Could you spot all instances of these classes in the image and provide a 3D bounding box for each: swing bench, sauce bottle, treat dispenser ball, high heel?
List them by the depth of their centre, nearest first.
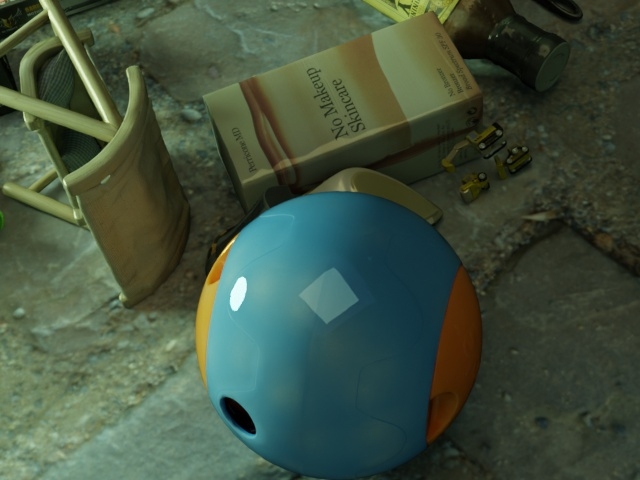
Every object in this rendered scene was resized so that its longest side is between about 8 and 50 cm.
[{"bbox_3d":[0.018,0.094,1.359,0.288,0.288,0.288,-3,58,5],"label":"treat dispenser ball"},{"bbox_3d":[-0.263,-0.101,1.536,0.254,0.253,0.165,38,70,26],"label":"swing bench"},{"bbox_3d":[0.000,0.000,1.561,0.261,0.186,0.093,0,59,-34],"label":"high heel"},{"bbox_3d":[0.156,-0.300,1.694,0.344,0.111,0.111,35,68,25],"label":"sauce bottle"}]

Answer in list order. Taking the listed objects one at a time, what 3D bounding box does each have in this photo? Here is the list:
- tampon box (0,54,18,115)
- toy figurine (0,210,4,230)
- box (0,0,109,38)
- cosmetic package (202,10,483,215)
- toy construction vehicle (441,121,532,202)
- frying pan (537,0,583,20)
[{"bbox_3d":[-0.456,-0.238,1.701,0.101,0.161,0.120,-21,59,-6],"label":"tampon box"},{"bbox_3d":[-0.468,-0.088,1.651,0.173,0.130,0.159,7,47,-14],"label":"toy figurine"},{"bbox_3d":[-0.370,-0.385,1.845,0.231,0.056,0.183,-19,58,-5],"label":"box"},{"bbox_3d":[0.029,-0.136,1.595,0.296,0.129,0.153,-23,59,-7],"label":"cosmetic package"},{"bbox_3d":[0.192,-0.096,1.579,0.098,0.086,0.035,-38,54,-1],"label":"toy construction vehicle"},{"bbox_3d":[0.189,-0.384,1.784,0.197,0.053,0.326,-20,55,-4],"label":"frying pan"}]
